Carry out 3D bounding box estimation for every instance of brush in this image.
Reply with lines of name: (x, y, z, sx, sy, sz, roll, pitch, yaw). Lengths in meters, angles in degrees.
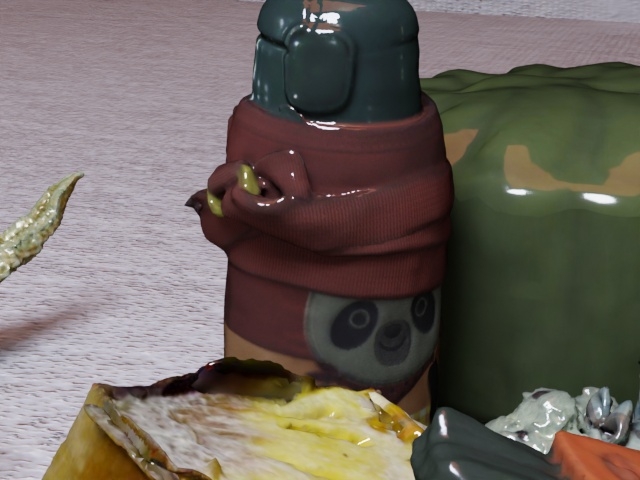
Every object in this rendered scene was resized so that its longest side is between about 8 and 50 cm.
brush: (0.188, 0.136, 0.518, 0.323, 0.051, 0.070, 17, 11, -10)

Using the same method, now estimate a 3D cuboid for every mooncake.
mooncake: (0.171, -0.018, 0.869, 0.356, 0.194, 0.356, 2, 18, -1)

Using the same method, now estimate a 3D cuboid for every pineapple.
pineapple: (-0.022, 0.125, 0.501, 0.186, 0.114, 0.236, 27, 17, -7)

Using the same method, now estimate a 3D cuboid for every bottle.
bottle: (0.000, 0.000, 0.675, 0.143, 0.271, 0.156, 5, 19, 14)

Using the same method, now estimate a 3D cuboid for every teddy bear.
teddy bear: (0.154, 0.114, 0.638, 0.213, 0.111, 0.133, -24, 3, -6)

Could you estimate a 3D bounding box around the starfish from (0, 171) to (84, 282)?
starfish: (-0.280, 0.055, 0.774, 0.358, 0.078, 0.347, -27, 23, -26)
